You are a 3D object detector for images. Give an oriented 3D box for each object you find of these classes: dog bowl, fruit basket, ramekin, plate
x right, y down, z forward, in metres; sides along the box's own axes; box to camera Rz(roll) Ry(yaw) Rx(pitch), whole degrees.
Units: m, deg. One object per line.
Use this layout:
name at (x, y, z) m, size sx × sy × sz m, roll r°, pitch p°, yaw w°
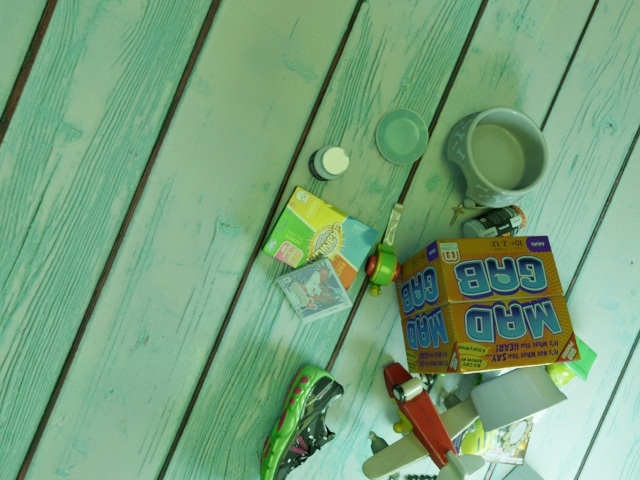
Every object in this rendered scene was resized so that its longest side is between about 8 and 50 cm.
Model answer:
dog bowl at (0.606, -0.290, 1.373) m, size 0.348 × 0.102 × 0.349 m, roll 2°, pitch 81°, yaw -13°
fruit basket at (0.816, 0.468, 1.525) m, size 0.327 × 0.165 × 0.353 m, roll 39°, pitch 102°, yaw -7°
ramekin at (0.629, 0.505, 1.319) m, size 0.277 × 0.277 × 0.135 m, roll -17°, pitch 61°, yaw -9°
plate at (0.276, -0.352, 1.381) m, size 0.188 × 0.024 × 0.188 m, roll -1°, pitch 96°, yaw -12°

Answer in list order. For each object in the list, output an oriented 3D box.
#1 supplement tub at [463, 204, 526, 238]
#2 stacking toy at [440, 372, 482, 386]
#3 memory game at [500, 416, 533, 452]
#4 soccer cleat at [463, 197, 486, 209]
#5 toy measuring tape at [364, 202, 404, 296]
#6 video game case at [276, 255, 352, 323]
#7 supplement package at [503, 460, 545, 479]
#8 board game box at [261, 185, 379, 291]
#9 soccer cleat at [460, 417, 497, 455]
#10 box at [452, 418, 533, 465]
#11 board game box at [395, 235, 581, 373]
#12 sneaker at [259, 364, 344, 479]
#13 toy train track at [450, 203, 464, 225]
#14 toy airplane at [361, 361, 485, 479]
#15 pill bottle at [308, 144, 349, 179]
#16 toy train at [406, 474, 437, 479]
supplement tub at (0.615, -0.049, 1.434) m, size 0.190 × 0.117 × 0.117 m, roll -24°, pitch 100°, yaw -7°
stacking toy at (0.501, 0.394, 1.452) m, size 0.166 × 0.052 × 0.221 m, roll 22°, pitch 63°, yaw -13°
memory game at (0.725, 0.704, 1.496) m, size 0.186 × 0.012 × 0.186 m, roll -14°, pitch 117°, yaw -30°
soccer cleat at (0.607, -0.144, 1.442) m, size 0.196 × 0.076 × 0.068 m, roll -12°, pitch 98°, yaw -10°
toy measuring tape at (0.228, 0.034, 1.365) m, size 0.121 × 0.121 × 0.330 m, roll 17°, pitch 93°, yaw -13°
video game case at (-0.017, 0.167, 1.329) m, size 0.183 × 0.023 × 0.201 m, roll -23°, pitch 114°, yaw 12°
supplement package at (0.780, 1.015, 1.572) m, size 0.244 × 0.139 × 0.134 m, roll -42°, pitch 103°, yaw -5°
board game box at (0.000, 0.000, 1.344) m, size 0.316 × 0.064 × 0.242 m, roll 28°, pitch 90°, yaw -13°
soccer cleat at (0.597, 0.648, 1.456) m, size 0.289 × 0.093 × 0.121 m, roll -37°, pitch 112°, yaw -14°
box at (0.662, 0.744, 1.560) m, size 0.293 × 0.057 × 0.201 m, roll 12°, pitch 92°, yaw -12°
board game box at (0.476, 0.210, 1.258) m, size 0.356 × 0.356 × 0.357 m, roll -2°, pitch 72°, yaw -11°
sneaker at (-0.063, 0.665, 1.345) m, size 0.202 × 0.185 × 0.483 m, roll 24°, pitch 92°, yaw -9°
toy train track at (0.487, -0.093, 1.458) m, size 0.048 × 0.014 × 0.083 m, roll 22°, pitch 97°, yaw -20°
toy airplane at (0.358, 0.655, 1.384) m, size 0.386 × 0.272 × 0.385 m, roll 19°, pitch 60°, yaw 1°
pill bottle at (0.027, -0.241, 1.263) m, size 0.107 × 0.180 × 0.108 m, roll -1°, pitch 96°, yaw -11°
toy train at (0.399, 0.915, 1.544) m, size 0.158 × 0.027 × 0.036 m, roll 9°, pitch 105°, yaw -13°
